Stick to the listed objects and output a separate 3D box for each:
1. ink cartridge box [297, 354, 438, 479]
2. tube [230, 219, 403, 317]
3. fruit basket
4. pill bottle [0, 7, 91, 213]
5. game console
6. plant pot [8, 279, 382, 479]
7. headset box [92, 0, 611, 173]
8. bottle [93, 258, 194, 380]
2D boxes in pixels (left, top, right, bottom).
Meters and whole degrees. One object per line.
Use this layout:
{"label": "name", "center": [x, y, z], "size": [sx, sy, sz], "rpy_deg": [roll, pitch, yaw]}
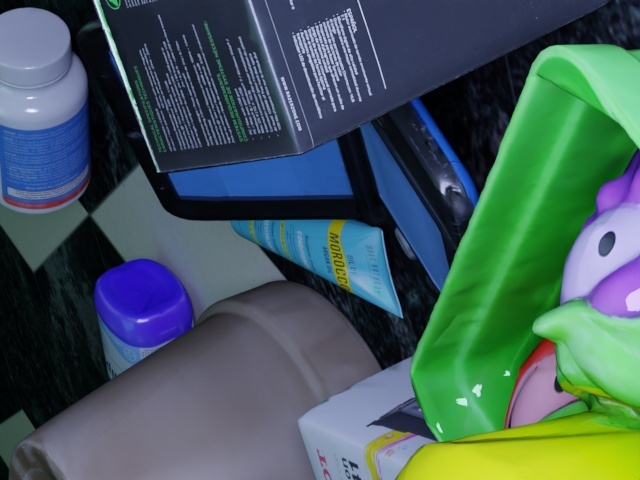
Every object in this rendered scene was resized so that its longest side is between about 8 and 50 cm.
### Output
{"label": "ink cartridge box", "center": [0.129, 0.231, 1.340], "size": [0.306, 0.131, 0.226], "rpy_deg": [12, 123, 62]}
{"label": "tube", "center": [0.000, 0.000, 1.522], "size": [0.207, 0.052, 0.080], "rpy_deg": [24, 140, 51]}
{"label": "fruit basket", "center": [0.131, 0.110, 0.911], "size": [0.283, 0.392, 0.392], "rpy_deg": [56, 156, 23]}
{"label": "pill bottle", "center": [-0.312, -0.142, 1.977], "size": [0.124, 0.124, 0.221], "rpy_deg": [53, 154, 30]}
{"label": "game console", "center": [-0.011, -0.024, 1.244], "size": [0.250, 0.173, 0.293], "rpy_deg": [59, 176, 26]}
{"label": "plant pot", "center": [-0.111, 0.223, 1.614], "size": [0.323, 0.280, 0.323], "rpy_deg": [32, 129, 50]}
{"label": "headset box", "center": [0.010, -0.203, 1.005], "size": [0.131, 0.283, 0.246], "rpy_deg": [-3, 110, 50]}
{"label": "bottle", "center": [-0.184, 0.157, 2.018], "size": [0.118, 0.092, 0.283], "rpy_deg": [44, 149, 41]}
